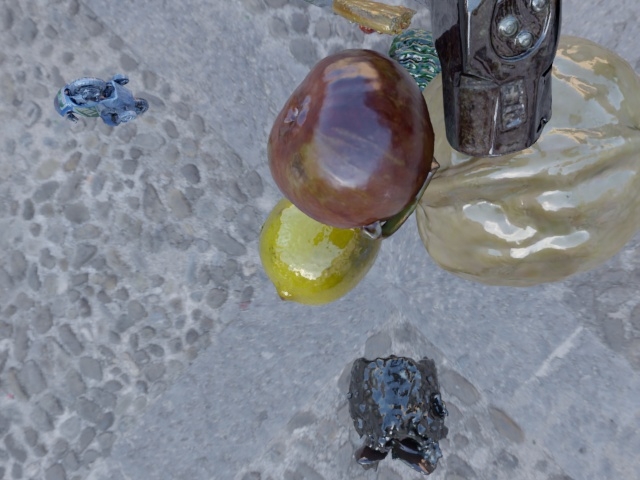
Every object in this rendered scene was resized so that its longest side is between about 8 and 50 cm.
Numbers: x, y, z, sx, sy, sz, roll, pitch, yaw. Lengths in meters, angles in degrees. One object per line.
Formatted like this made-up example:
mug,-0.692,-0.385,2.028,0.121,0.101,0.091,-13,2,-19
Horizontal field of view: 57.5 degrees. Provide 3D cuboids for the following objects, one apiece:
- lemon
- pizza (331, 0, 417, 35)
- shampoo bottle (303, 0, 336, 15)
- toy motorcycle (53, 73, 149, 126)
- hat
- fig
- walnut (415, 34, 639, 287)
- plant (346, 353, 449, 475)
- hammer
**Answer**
lemon,-0.001,0.002,1.249,0.260,0.260,0.284,37,94,8
pizza,0.136,-0.474,1.253,0.188,0.198,0.062,41,132,37
shampoo bottle,0.004,-0.674,1.603,0.072,0.213,0.072,-6,82,51
toy motorcycle,-0.462,-0.288,1.221,0.135,0.254,0.092,-14,87,11
hat,0.320,-0.371,1.463,0.331,0.242,0.274,11,117,3
fig,0.043,-0.098,0.638,0.205,0.205,0.206,-1,86,7
walnut,0.301,-0.111,0.862,0.380,0.381,0.382,-1,86,7
plant,0.141,0.332,1.114,0.204,0.178,0.234,-13,66,50
hammer,0.117,-0.271,0.590,0.095,0.409,0.243,-15,123,1
